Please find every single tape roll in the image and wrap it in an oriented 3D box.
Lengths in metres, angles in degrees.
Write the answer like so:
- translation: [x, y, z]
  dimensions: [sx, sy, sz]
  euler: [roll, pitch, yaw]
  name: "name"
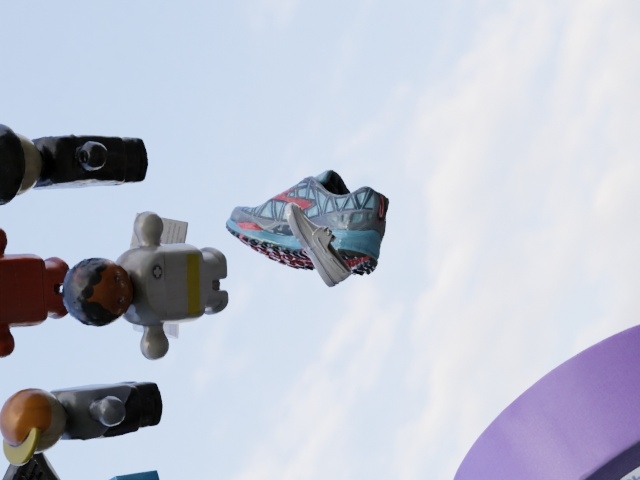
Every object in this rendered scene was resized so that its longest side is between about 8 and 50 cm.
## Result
- translation: [0.242, 0.180, 1.541]
  dimensions: [0.275, 0.090, 0.275]
  euler: [-23, -33, -16]
  name: "tape roll"

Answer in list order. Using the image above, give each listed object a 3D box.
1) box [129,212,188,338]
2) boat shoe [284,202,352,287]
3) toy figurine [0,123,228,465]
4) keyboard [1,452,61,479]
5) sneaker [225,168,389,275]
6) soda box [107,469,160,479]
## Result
- translation: [-0.196, 0.047, 2.354]
  dimensions: [0.324, 0.063, 0.067]
  euler: [104, 176, -74]
  name: "box"
- translation: [0.000, 0.000, 2.005]
  dimensions: [0.100, 0.035, 0.035]
  euler: [59, -163, -9]
  name: "boat shoe"
- translation: [-0.193, 0.036, 1.430]
  dimensions: [0.148, 0.209, 0.213]
  euler: [-3, -43, -46]
  name: "toy figurine"
- translation: [-0.261, 0.364, 1.922]
  dimensions: [0.317, 0.033, 0.201]
  euler: [67, -147, -41]
  name: "keyboard"
- translation: [-0.008, -0.029, 2.504]
  dimensions: [0.104, 0.262, 0.125]
  euler: [35, -109, -45]
  name: "sneaker"
- translation: [-0.237, 0.419, 2.591]
  dimensions: [0.071, 0.067, 0.210]
  euler: [-3, -111, -41]
  name: "soda box"
